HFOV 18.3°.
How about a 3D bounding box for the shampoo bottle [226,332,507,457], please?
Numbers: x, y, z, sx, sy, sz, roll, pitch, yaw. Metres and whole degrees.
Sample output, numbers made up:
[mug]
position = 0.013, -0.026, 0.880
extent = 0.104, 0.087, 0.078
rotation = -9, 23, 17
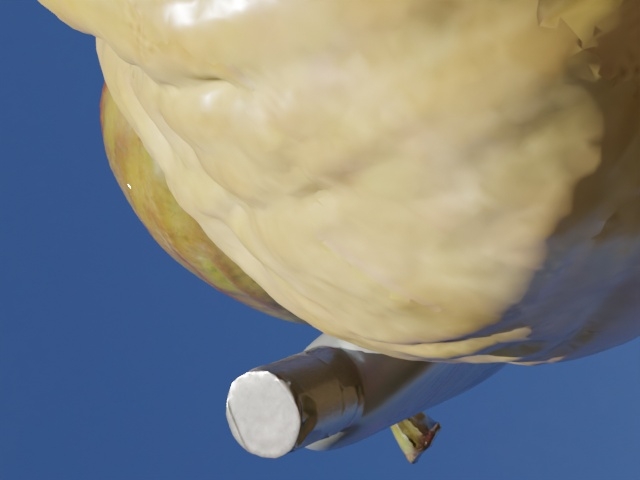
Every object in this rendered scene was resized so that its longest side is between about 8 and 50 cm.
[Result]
[shampoo bottle]
position = 0.024, 0.046, 0.731
extent = 0.040, 0.080, 0.165
rotation = 56, -148, 12

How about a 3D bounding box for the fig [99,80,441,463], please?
[fig]
position = 0.000, 0.000, 1.181
extent = 0.217, 0.217, 0.321
rotation = -36, -61, -40

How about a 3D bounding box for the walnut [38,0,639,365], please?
[walnut]
position = 0.041, -0.106, 0.621
extent = 0.252, 0.313, 0.277
rotation = -38, -72, -9
